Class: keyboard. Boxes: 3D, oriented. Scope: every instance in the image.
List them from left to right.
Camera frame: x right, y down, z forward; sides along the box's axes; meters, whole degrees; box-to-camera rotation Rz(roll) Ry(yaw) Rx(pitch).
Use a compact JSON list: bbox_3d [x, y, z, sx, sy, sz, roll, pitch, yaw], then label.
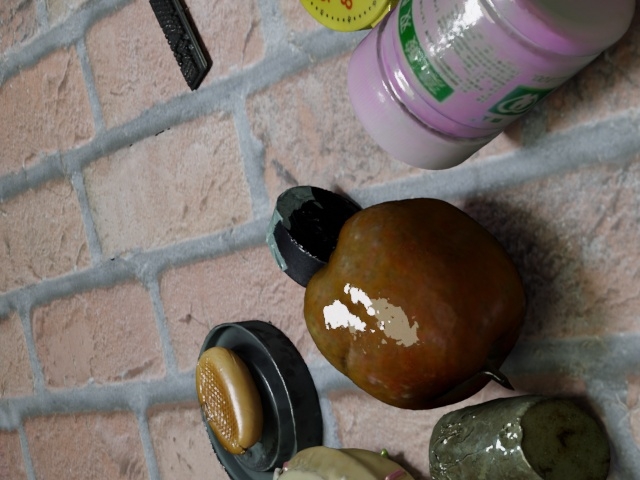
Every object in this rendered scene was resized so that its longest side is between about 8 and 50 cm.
[{"bbox_3d":[-0.251,-0.373,2.416,0.230,0.025,0.094,65,147,17],"label":"keyboard"}]

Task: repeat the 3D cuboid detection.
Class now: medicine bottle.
[{"bbox_3d":[0.194,-0.242,1.657,0.325,0.212,0.212,-39,69,53],"label":"medicine bottle"}]

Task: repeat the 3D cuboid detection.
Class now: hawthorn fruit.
[{"bbox_3d":[0.141,0.091,1.802,0.301,0.267,0.268,37,130,33],"label":"hawthorn fruit"}]

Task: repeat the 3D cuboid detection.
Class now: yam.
[{"bbox_3d":[0.242,0.278,1.823,0.254,0.154,0.154,-26,79,56],"label":"yam"}]

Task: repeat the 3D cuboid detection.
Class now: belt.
[{"bbox_3d":[0.000,0.000,2.066,0.198,0.151,0.078,51,139,36],"label":"belt"}]

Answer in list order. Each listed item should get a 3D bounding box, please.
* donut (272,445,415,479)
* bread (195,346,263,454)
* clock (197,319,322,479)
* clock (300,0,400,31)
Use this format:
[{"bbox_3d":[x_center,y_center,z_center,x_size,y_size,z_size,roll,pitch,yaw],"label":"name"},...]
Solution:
[{"bbox_3d":[0.073,0.469,2.118,0.371,0.150,0.307,59,141,24],"label":"donut"},{"bbox_3d":[-0.146,0.264,2.324,0.114,0.077,0.189,-37,67,32],"label":"bread"},{"bbox_3d":[-0.107,0.285,2.393,0.312,0.061,0.313,23,119,50],"label":"clock"},{"bbox_3d":[0.027,-0.428,1.956,0.293,0.071,0.277,36,129,44],"label":"clock"}]
